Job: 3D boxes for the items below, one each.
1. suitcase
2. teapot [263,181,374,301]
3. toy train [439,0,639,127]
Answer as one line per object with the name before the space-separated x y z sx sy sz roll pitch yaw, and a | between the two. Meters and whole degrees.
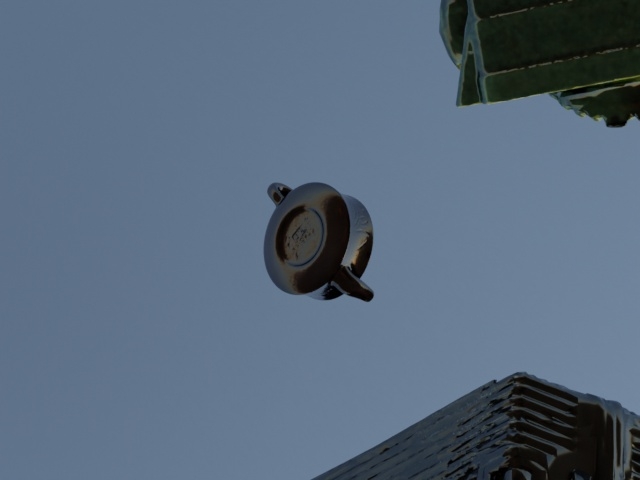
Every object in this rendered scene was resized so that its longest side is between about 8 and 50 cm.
suitcase | 0.082 0.249 0.927 0.152 0.335 0.230 24 -127 -24
teapot | 0.000 0.000 0.835 0.045 0.100 0.068 21 -64 -48
toy train | 0.199 -0.155 0.580 0.330 0.138 0.178 -8 -76 25
